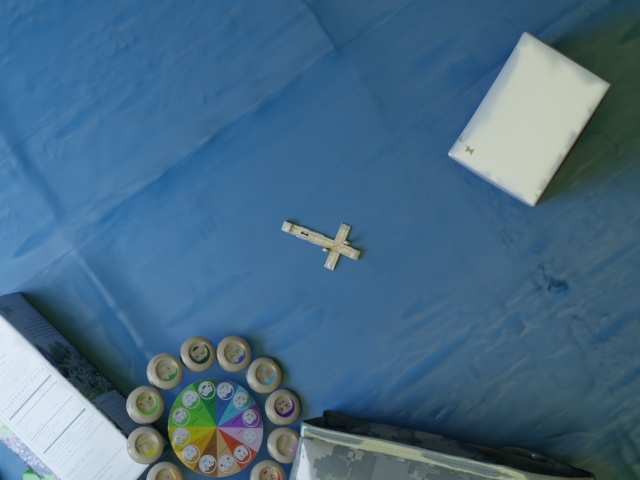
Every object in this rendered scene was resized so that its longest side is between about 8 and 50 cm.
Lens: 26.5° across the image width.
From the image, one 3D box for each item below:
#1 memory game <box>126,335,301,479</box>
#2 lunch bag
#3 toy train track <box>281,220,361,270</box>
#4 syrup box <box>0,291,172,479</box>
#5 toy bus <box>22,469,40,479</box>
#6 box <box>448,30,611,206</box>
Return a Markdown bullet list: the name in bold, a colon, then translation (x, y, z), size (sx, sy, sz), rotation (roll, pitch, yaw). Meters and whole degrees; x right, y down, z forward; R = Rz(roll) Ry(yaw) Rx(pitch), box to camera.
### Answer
- **memory game**: translation (-0.102, 0.183, 1.340), size (0.186, 0.012, 0.186), rotation (7, 72, -21)
- **lunch bag**: translation (0.106, 0.303, 1.285), size (0.287, 0.169, 0.235), rotation (12, 89, 11)
- **toy train track**: translation (0.000, 0.000, 1.369), size (0.083, 0.014, 0.048), rotation (22, 94, 7)
- **syrup box**: translation (-0.271, 0.165, 1.371), size (0.237, 0.093, 0.096), rotation (43, 97, 4)
- **toy bus**: translation (-0.367, 0.312, 1.383), size (0.202, 0.104, 0.191), rotation (19, 94, 6)
- **box**: translation (0.192, -0.107, 1.261), size (0.091, 0.170, 0.130), rotation (33, 96, 5)
